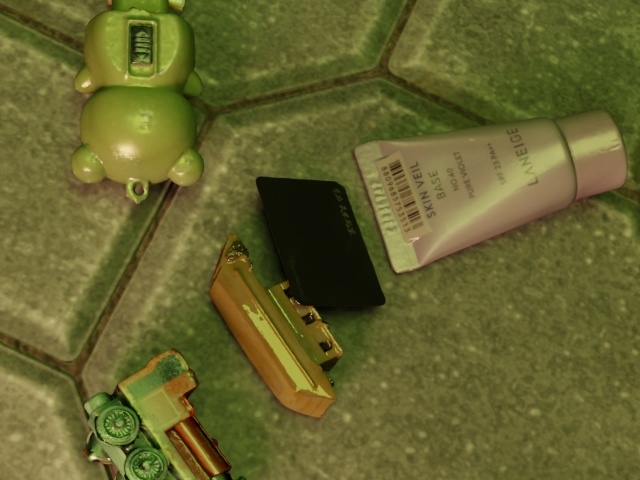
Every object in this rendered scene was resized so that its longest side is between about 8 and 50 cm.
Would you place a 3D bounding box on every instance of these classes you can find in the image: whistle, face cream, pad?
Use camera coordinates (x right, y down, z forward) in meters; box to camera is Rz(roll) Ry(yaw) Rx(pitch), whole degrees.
[{"bbox_3d":[-0.185,-0.171,1.408,0.131,0.106,0.288,1,69,-9],"label":"whistle"},{"bbox_3d":[0.185,-0.068,1.483,0.274,0.096,0.154,-16,73,-7],"label":"face cream"},{"bbox_3d":[0.000,0.000,1.409,0.112,0.003,0.157,2,55,-34],"label":"pad"}]

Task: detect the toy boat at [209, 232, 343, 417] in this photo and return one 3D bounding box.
[{"bbox_3d":[-0.042,0.081,1.361,0.077,0.057,0.200,-27,74,-29],"label":"toy boat"}]

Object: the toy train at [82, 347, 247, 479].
[{"bbox_3d":[-0.138,0.198,1.272,0.118,0.074,0.176,-31,74,-29],"label":"toy train"}]

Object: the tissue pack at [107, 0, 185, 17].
[{"bbox_3d":[-0.185,-0.276,1.497,0.083,0.042,0.062,12,62,-10],"label":"tissue pack"}]
